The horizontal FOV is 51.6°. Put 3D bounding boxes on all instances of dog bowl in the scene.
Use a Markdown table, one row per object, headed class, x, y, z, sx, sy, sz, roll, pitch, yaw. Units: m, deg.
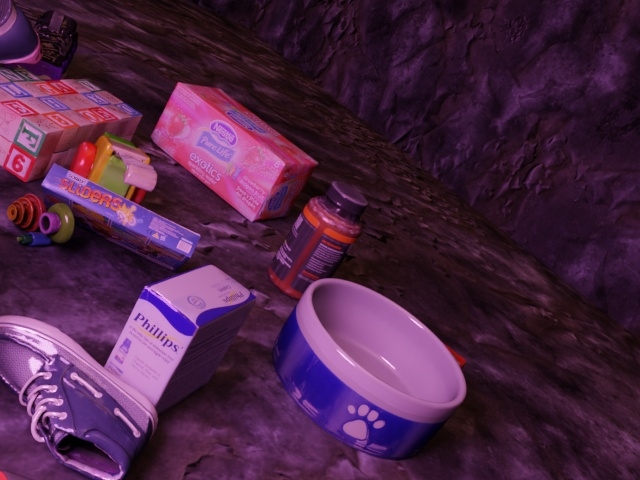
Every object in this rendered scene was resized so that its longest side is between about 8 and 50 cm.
| class | x | y | z | sx | sy | sz | roll | pitch | yaw |
| --- | --- | --- | --- | --- | --- | --- | --- | --- | --- |
| dog bowl | 0.068 | 0.174 | 0.940 | 0.265 | 0.104 | 0.265 | 29 | 20 | -11 |

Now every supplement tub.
| class | x | y | z | sx | sy | sz | roll | pitch | yaw |
| --- | --- | --- | --- | --- | --- | --- | --- | --- | --- |
| supplement tub | 0.000 | 0.000 | 1.112 | 0.106 | 0.198 | 0.106 | 29 | 21 | -12 |

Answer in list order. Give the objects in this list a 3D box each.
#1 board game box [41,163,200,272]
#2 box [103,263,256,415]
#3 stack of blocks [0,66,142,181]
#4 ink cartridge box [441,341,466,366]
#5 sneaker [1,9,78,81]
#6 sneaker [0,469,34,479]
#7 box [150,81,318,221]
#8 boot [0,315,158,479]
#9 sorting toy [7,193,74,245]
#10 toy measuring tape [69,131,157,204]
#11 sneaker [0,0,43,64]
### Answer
| class | x | y | z | sx | sy | sz | roll | pitch | yaw |
| --- | --- | --- | --- | --- | --- | --- | --- | --- | --- |
| board game box | -0.270 | -0.024 | 0.891 | 0.201 | 0.035 | 0.136 | 28 | -19 | -14 |
| box | -0.153 | 0.107 | 0.713 | 0.072 | 0.137 | 0.126 | 36 | 20 | 13 |
| stack of blocks | -0.445 | -0.202 | 1.084 | 0.171 | 0.087 | 0.297 | 33 | 20 | 2 |
| ink cartridge box | 0.171 | 0.169 | 1.187 | 0.189 | 0.066 | 0.232 | 39 | 25 | 19 |
| sneaker | -0.528 | -0.366 | 1.264 | 0.102 | 0.146 | 0.293 | 24 | 21 | -23 |
| sneaker | -0.290 | 0.187 | 0.386 | 0.270 | 0.090 | 0.145 | 27 | 18 | -23 |
| box | -0.179 | -0.184 | 1.365 | 0.300 | 0.142 | 0.154 | 39 | 21 | 17 |
| boot | -0.239 | 0.141 | 0.599 | 0.190 | 0.069 | 0.086 | 32 | 16 | -6 |
| sorting toy | -0.358 | -0.023 | 0.831 | 0.102 | 0.061 | 0.042 | 17 | 10 | 30 |
| toy measuring tape | -0.291 | -0.078 | 0.934 | 0.121 | 0.121 | 0.330 | 22 | 7 | -28 |
| sneaker | -0.590 | -0.314 | 1.031 | 0.319 | 0.112 | 0.131 | 7 | -18 | 14 |
